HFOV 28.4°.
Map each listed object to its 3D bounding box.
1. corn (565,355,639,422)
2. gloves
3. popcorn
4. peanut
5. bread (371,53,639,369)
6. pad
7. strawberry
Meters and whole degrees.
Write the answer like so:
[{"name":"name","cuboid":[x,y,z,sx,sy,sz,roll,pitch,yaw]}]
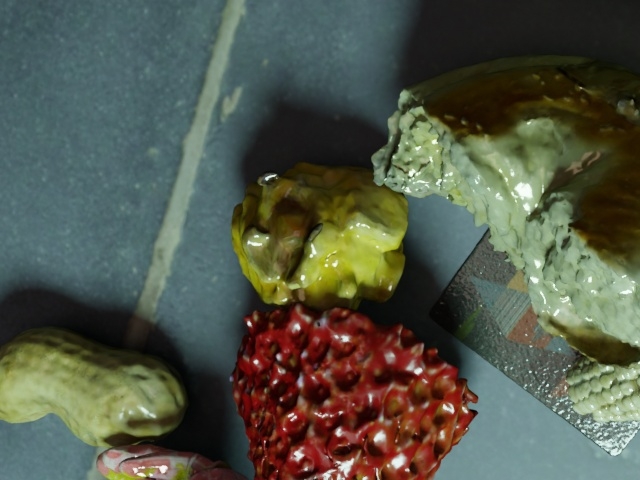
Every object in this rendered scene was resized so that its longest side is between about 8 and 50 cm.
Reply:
[{"name":"corn","cuboid":[0.290,0.104,1.025,0.087,0.087,0.211,65,153,0]},{"name":"gloves","cuboid":[-0.125,0.259,1.149,0.126,0.241,0.145,-6,109,-17]},{"name":"popcorn","cuboid":[0.000,0.000,1.114,0.167,0.152,0.148,-9,68,20]},{"name":"peanut","cuboid":[-0.235,0.142,1.230,0.229,0.098,0.103,13,75,19]},{"name":"bread","cuboid":[0.207,-0.044,1.014,0.192,0.171,0.314,-41,55,-19]},{"name":"pad","cuboid":[0.217,0.076,1.120,0.211,0.003,0.143,36,108,9]},{"name":"strawberry","cuboid":[0.001,0.176,1.085,0.234,0.178,0.234,13,138,12]}]
